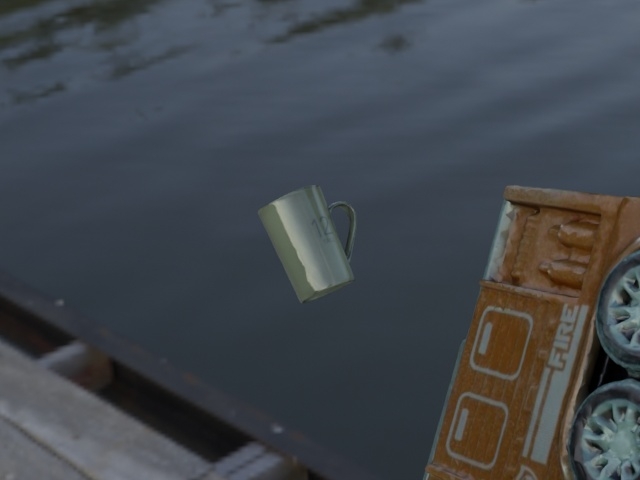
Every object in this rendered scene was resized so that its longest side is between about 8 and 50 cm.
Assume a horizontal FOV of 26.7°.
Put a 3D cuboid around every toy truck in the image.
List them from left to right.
[{"bbox_3d":[0.124,0.129,0.632,0.136,0.305,0.162,18,-3,-37],"label":"toy truck"}]

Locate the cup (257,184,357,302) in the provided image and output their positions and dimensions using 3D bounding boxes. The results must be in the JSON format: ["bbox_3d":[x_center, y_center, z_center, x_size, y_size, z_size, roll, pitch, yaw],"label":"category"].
[{"bbox_3d":[-0.005,0.002,1.092,0.054,0.083,0.075,-28,-8,33],"label":"cup"}]
